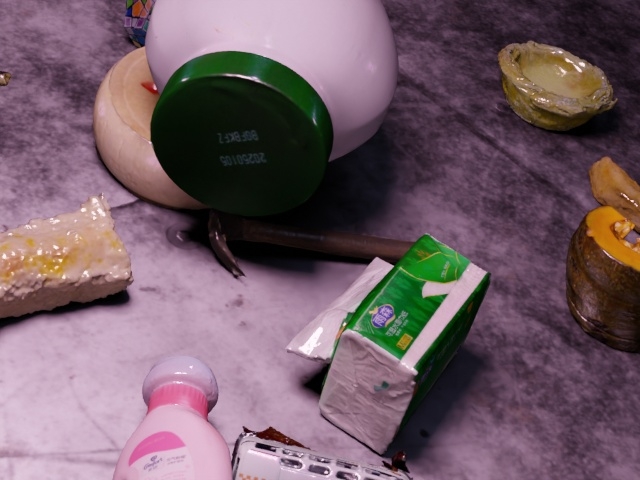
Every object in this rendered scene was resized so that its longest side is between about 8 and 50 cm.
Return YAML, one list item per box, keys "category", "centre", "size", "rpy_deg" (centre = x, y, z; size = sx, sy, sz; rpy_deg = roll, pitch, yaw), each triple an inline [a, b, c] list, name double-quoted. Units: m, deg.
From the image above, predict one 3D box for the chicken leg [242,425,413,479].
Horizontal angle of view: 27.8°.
- category: "chicken leg"
  centre: [0.025, 0.260, 1.373]
  size: [0.234, 0.063, 0.105]
  rpy_deg: [13, 36, -7]

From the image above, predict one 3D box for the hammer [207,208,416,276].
- category: "hammer"
  centre: [0.000, 0.000, 1.642]
  size: [0.297, 0.027, 0.125]
  rpy_deg: [7, 70, -22]

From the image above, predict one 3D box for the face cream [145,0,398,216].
- category: "face cream"
  centre: [-0.060, -0.221, 1.585]
  size: [0.312, 0.219, 0.357]
  rpy_deg: [21, 44, -4]

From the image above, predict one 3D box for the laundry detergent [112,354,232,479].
- category: "laundry detergent"
  centre: [-0.151, 0.252, 1.266]
  size: [0.088, 0.159, 0.335]
  rpy_deg: [48, 24, -30]

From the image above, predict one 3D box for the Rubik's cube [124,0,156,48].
- category: "Rubik's cube"
  centre: [-0.229, -0.320, 1.861]
  size: [0.093, 0.111, 0.111]
  rpy_deg: [-1, 40, 14]

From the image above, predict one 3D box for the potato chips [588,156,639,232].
- category: "potato chips"
  centre: [0.547, 0.010, 1.839]
  size: [0.407, 0.057, 0.080]
  rpy_deg: [35, 47, 17]

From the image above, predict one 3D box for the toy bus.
- category: "toy bus"
  centre: [0.001, 0.253, 1.284]
  size: [0.194, 0.089, 0.087]
  rpy_deg: [14, 85, 0]

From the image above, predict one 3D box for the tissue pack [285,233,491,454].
- category: "tissue pack"
  centre: [0.076, 0.104, 1.494]
  size: [0.156, 0.148, 0.209]
  rpy_deg: [32, 44, 12]

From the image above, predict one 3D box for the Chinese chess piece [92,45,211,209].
- category: "Chinese chess piece"
  centre: [-0.175, -0.151, 1.701]
  size: [0.250, 0.103, 0.249]
  rpy_deg: [12, 44, -12]

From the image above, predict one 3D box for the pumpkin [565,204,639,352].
- category: "pumpkin"
  centre: [0.416, 0.077, 1.672]
  size: [0.248, 0.131, 0.126]
  rpy_deg: [35, 35, 23]

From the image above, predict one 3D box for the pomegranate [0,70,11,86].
- category: "pomegranate"
  centre: [-0.520, -0.214, 1.532]
  size: [0.276, 0.204, 0.222]
  rpy_deg: [35, 7, -13]

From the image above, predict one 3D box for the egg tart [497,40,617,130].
- category: "egg tart"
  centre: [0.360, -0.239, 2.016]
  size: [0.197, 0.078, 0.197]
  rpy_deg: [12, 40, -10]

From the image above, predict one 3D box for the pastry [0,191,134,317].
- category: "pastry"
  centre: [-0.332, 0.033, 1.455]
  size: [0.258, 0.089, 0.121]
  rpy_deg: [-20, 58, -34]
